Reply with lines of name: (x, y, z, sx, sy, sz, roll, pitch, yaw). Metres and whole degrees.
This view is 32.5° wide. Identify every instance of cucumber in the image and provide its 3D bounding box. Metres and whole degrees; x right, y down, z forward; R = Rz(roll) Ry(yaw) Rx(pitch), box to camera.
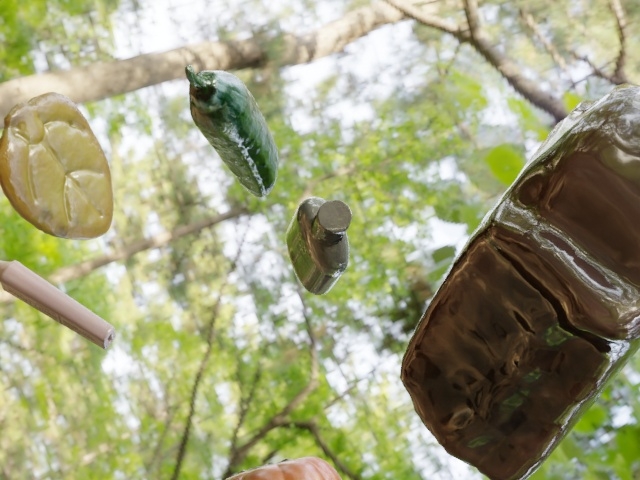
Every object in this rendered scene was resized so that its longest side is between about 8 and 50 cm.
cucumber: (-0.073, -0.098, 0.959, 0.056, 0.056, 0.250, 55, -2, 19)

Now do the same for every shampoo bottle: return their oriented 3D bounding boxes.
shampoo bottle: (0.000, 0.000, 1.033, 0.165, 0.040, 0.080, 121, -50, -73)

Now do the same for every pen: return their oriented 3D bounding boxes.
pen: (-0.332, 0.066, 1.306, 0.197, 0.032, 0.053, 31, -23, 8)

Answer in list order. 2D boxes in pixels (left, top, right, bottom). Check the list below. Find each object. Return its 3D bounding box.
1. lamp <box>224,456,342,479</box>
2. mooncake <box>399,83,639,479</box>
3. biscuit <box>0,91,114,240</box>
lamp: (-0.051, 0.377, 1.462, 0.187, 0.187, 0.164, -35, -112, 58)
mooncake: (0.202, 0.039, 0.924, 0.174, 0.334, 0.326, 42, -10, 14)
biscuit: (-0.394, -0.104, 1.678, 0.041, 0.203, 0.260, -4, -45, 32)
